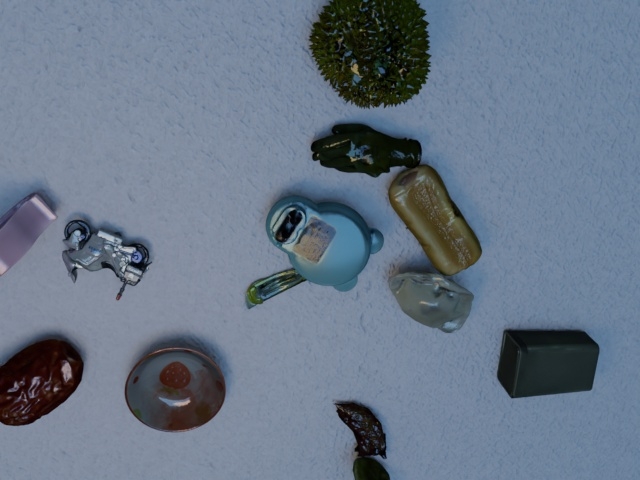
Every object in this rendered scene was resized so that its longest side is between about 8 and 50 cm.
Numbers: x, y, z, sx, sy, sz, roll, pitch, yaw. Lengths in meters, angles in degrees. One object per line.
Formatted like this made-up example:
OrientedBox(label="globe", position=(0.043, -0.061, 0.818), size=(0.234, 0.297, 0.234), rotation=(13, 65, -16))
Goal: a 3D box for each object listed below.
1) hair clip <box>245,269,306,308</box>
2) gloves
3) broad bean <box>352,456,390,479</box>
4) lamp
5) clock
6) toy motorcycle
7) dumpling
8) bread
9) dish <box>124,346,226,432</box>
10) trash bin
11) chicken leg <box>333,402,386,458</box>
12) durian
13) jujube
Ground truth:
OrientedBox(label="hair clip", position=(-0.115, 0.116, 1.878), size=(0.189, 0.033, 0.060), rotation=(-24, 110, 5))
OrientedBox(label="gloves", position=(0.110, -0.217, 1.746), size=(0.268, 0.107, 0.135), rotation=(-1, 80, -4))
OrientedBox(label="broad bean", position=(0.142, 0.690, 2.053), size=(0.153, 0.207, 0.072), rotation=(45, 98, 4))
OrientedBox(label="lamp", position=(-0.001, -0.004, 1.784), size=(0.284, 0.147, 0.209), rotation=(26, 104, -25))
OrientedBox(label="clock", position=(-0.766, 0.022, 1.683), size=(0.290, 0.275, 0.080), rotation=(-17, 121, 39))
OrientedBox(label="toy motorcycle", position=(-0.531, 0.049, 1.763), size=(0.221, 0.102, 0.150), rotation=(23, 94, -15))
OrientedBox(label="dumpling", position=(0.291, 0.148, 1.887), size=(0.250, 0.132, 0.162), rotation=(34, 121, -19))
OrientedBox(label="bread", position=(0.289, -0.049, 1.837), size=(0.142, 0.091, 0.305), rotation=(-34, 112, 4))
OrientedBox(label="dish", position=(-0.382, 0.378, 1.918), size=(0.260, 0.085, 0.260), rotation=(-3, 113, -8))
OrientedBox(label="trash bin", position=(0.636, 0.339, 2.024), size=(0.241, 0.122, 0.164), rotation=(-2, 111, -9))
OrientedBox(label="chicken leg", position=(0.125, 0.541, 2.063), size=(0.105, 0.063, 0.233), rotation=(-25, 110, -2))
OrientedBox(label="durian", position=(0.126, -0.428, 1.609), size=(0.291, 0.225, 0.291), rotation=(7, 106, 27))
OrientedBox(label="jujube", position=(-0.723, 0.359, 1.825), size=(0.250, 0.174, 0.174), rotation=(-39, 111, -4))
